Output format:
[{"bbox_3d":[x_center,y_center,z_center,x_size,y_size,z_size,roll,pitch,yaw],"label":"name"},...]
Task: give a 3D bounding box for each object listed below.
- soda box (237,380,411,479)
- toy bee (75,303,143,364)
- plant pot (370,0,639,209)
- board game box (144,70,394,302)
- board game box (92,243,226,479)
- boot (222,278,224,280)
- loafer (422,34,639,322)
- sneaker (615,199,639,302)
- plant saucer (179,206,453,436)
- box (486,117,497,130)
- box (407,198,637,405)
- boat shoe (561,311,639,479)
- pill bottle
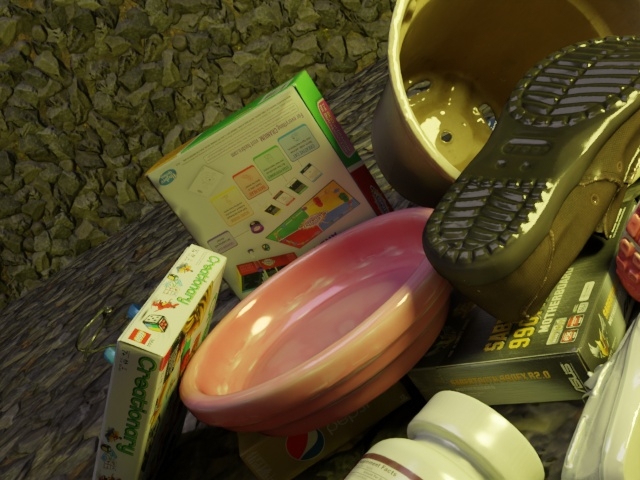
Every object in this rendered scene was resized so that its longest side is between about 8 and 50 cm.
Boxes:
[{"bbox_3d":[0.001,0.185,0.800,0.181,0.058,0.061,-33,18,1],"label":"soda box"},{"bbox_3d":[-0.253,0.185,1.160,0.195,0.162,0.298,-62,-4,18],"label":"toy bee"},{"bbox_3d":[0.208,-0.168,0.959,0.334,0.333,0.305,-39,-1,-14],"label":"plant pot"},{"bbox_3d":[-0.038,-0.022,0.980,0.242,0.316,0.064,-26,19,23],"label":"board game box"},{"bbox_3d":[-0.191,0.178,0.870,0.193,0.053,0.305,-66,-4,-58],"label":"board game box"},{"bbox_3d":[-0.076,0.007,1.376,0.208,0.076,0.190,-47,24,-27],"label":"boot"},{"bbox_3d":[0.230,-0.067,0.723,0.366,0.130,0.134,-45,39,-22],"label":"loafer"},{"bbox_3d":[0.388,-0.051,0.676,0.299,0.121,0.112,-45,-17,-2],"label":"sneaker"},{"bbox_3d":[0.008,0.091,0.798,0.332,0.084,0.332,-31,15,9],"label":"plant saucer"},{"bbox_3d":[0.279,-0.161,1.248,0.225,0.036,0.136,-23,21,35],"label":"box"},{"bbox_3d":[0.212,0.062,0.747,0.183,0.056,0.231,-16,25,44],"label":"box"},{"bbox_3d":[0.230,0.120,0.571,0.063,0.066,0.184,-14,36,45],"label":"boat shoe"},{"bbox_3d":[0.052,0.217,0.520,0.221,0.121,0.121,-43,19,-25],"label":"pill bottle"}]
